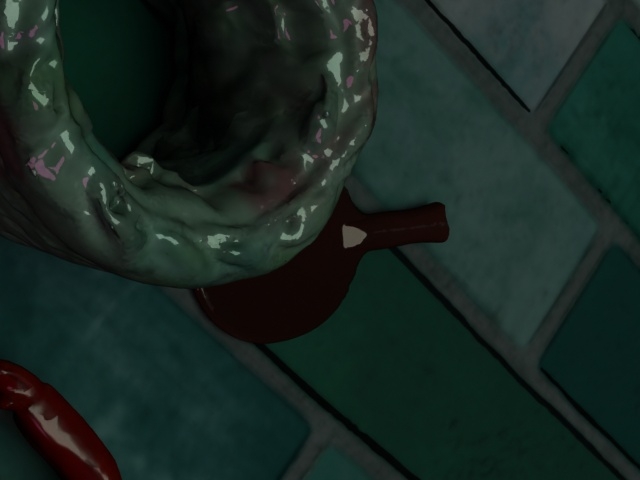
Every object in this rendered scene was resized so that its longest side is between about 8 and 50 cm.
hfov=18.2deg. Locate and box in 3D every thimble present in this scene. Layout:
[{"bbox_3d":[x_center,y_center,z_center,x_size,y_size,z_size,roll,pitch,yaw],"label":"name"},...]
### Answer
[{"bbox_3d":[-0.088,-0.084,0.868,0.211,0.149,0.185,30,80,-34],"label":"thimble"}]

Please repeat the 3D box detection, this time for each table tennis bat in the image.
[{"bbox_3d":[0.000,0.000,1.021,0.154,0.019,0.098,-9,100,-32],"label":"table tennis bat"}]

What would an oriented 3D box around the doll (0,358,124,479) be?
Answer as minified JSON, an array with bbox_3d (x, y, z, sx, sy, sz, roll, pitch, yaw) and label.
[{"bbox_3d":[-0.154,0.158,0.892,0.384,0.099,0.188,45,70,-27],"label":"doll"}]
